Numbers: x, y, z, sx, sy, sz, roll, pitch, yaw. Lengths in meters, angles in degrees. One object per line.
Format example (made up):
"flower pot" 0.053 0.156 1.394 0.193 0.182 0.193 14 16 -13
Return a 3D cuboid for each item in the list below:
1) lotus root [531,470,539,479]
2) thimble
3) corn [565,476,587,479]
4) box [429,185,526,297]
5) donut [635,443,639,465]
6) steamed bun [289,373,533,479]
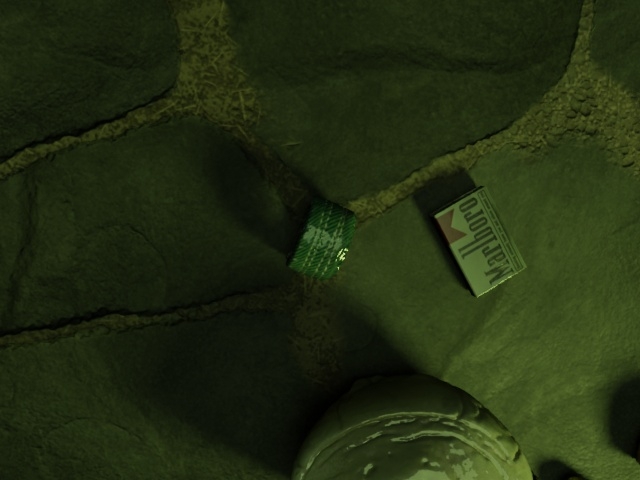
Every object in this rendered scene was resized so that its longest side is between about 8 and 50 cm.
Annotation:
"lotus root" 0.314 0.492 1.023 0.214 0.138 0.138 -34 97 10
"thimble" 0.001 -0.002 0.946 0.090 0.118 0.135 23 92 -6
"corn" 0.560 0.536 1.075 0.203 0.072 0.072 33 91 -9
"box" 0.293 0.002 1.018 0.115 0.036 0.177 -29 97 -3
"donut" 0.721 0.421 1.021 0.217 0.085 0.141 3 114 23
"steamed bun" 0.135 0.350 0.923 0.384 0.247 0.236 -15 84 6
